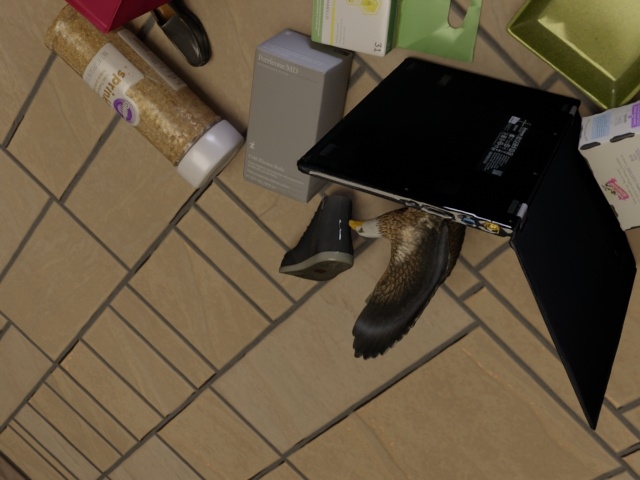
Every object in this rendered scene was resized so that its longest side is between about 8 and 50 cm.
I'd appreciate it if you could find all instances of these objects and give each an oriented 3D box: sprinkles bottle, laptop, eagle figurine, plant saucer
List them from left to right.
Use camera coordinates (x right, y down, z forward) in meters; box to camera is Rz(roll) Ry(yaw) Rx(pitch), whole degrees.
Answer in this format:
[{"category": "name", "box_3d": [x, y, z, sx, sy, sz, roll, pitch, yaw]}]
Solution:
[{"category": "sprinkles bottle", "box_3d": [-0.294, -0.248, 1.434, 0.355, 0.121, 0.121, 44, 130, -2]}, {"category": "eagle figurine", "box_3d": [0.139, 0.013, 1.310, 0.225, 0.226, 0.299, 23, 119, 61]}, {"category": "laptop", "box_3d": [0.222, -0.027, 1.121, 0.407, 0.382, 0.237, 19, 126, 17]}, {"category": "plant saucer", "box_3d": [0.369, -0.290, 1.095, 0.188, 0.045, 0.188, 39, 130, 2]}]

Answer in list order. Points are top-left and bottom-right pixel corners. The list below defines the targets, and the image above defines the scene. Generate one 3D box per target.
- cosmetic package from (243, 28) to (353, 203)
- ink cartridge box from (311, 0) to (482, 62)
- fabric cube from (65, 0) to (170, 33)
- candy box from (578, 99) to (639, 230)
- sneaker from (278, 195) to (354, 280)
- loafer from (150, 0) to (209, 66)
[{"category": "cosmetic package", "box_3d": [-0.038, -0.194, 1.341, 0.127, 0.107, 0.238, 22, 130, 19]}, {"category": "ink cartridge box", "box_3d": [0.106, -0.344, 1.201, 0.235, 0.056, 0.171, 18, 126, 20]}, {"category": "fabric cube", "box_3d": [-0.269, -0.492, 1.178, 0.254, 0.258, 0.259, 42, 130, 1]}, {"category": "candy box", "box_3d": [0.462, -0.109, 1.114, 0.196, 0.070, 0.165, -15, 130, 35]}, {"category": "sneaker", "box_3d": [0.000, 0.000, 1.469, 0.083, 0.118, 0.222, 14, 164, -25]}, {"category": "loafer", "box_3d": [-0.241, -0.352, 1.377, 0.062, 0.061, 0.170, -21, 108, 35]}]
